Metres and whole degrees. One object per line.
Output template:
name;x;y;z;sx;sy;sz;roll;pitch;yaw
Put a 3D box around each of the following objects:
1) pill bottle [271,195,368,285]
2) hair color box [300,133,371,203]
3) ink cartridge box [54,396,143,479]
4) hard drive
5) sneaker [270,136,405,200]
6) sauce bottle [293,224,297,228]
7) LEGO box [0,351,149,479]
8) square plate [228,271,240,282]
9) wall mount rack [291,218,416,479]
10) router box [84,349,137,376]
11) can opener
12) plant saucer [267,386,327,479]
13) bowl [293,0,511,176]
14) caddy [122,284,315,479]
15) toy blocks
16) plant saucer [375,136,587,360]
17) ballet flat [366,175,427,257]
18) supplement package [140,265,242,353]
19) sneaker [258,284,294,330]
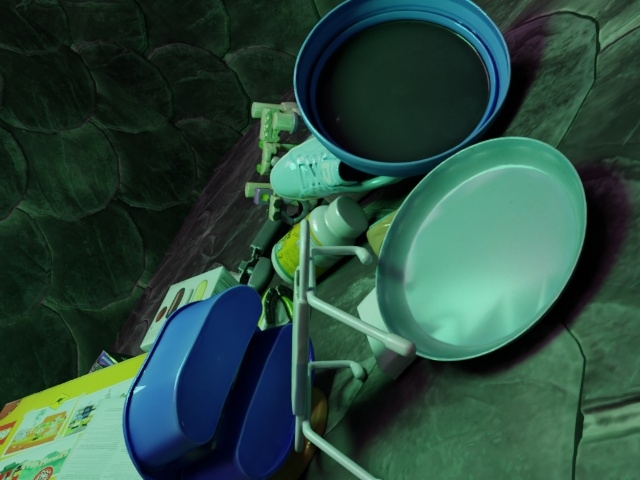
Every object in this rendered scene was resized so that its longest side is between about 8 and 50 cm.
pill bottle;0.000;0.000;1.395;0.208;0.118;0.117;-40;22;36
hair color box;0.104;-0.222;1.453;0.347;0.174;0.105;-36;22;42
ink cartridge box;-0.329;0.359;1.106;0.223;0.045;0.224;-11;36;29
hard drive;0.181;0.040;0.994;0.307;0.040;0.203;-49;19;12
sneaker;0.032;-0.154;1.339;0.366;0.135;0.150;-13;6;30
sauce bottle;-0.049;-0.012;1.662;0.042;0.042;0.128;-47;17;20
LEGO box;-0.481;0.459;1.350;0.500;0.193;0.372;-21;29;18
square plate;-0.327;0.230;1.898;0.347;0.049;0.344;-57;19;-12
wall mount rack;0.028;0.157;0.879;0.304;0.131;0.350;-97;8;-68
router box;-0.550;0.428;1.777;0.243;0.081;0.309;-55;-18;-5
can opener;-0.140;0.033;1.790;0.076;0.095;0.283;89;-157;-48
plant saucer;-0.065;0.324;1.091;0.200;0.037;0.200;-46;20;22
bowl;0.148;-0.295;1.229;0.391;0.391;0.077;-58;-19;-14
caddy;-0.160;0.235;1.046;0.179;0.241;0.341;-31;28;41
toy blocks;-0.030;-0.206;1.729;0.309;0.260;0.288;-142;57;-66
plant saucer;0.205;0.012;0.870;0.318;0.044;0.317;-30;44;34
ballet flat;0.174;-0.041;1.146;0.232;0.080;0.073;-42;49;38
supplement package;-0.291;0.204;1.625;0.194;0.149;0.203;-21;34;31
sneaker;-0.107;0.229;1.301;0.121;0.111;0.300;-57;9;41
